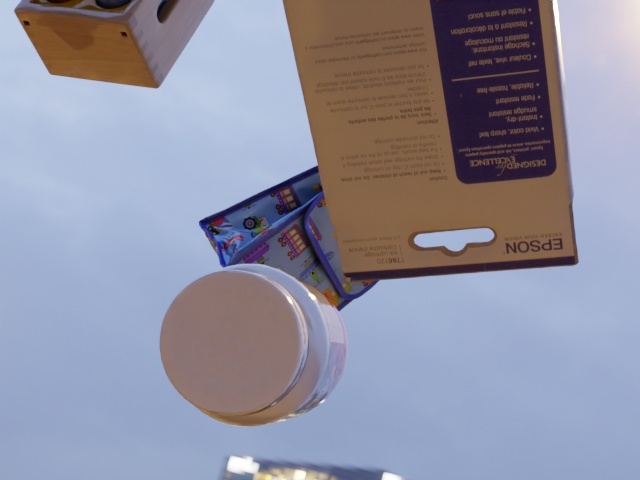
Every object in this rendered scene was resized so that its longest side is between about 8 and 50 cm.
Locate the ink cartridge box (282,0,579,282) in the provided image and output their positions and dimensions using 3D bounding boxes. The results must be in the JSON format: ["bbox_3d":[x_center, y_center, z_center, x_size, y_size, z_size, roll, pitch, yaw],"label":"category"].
[{"bbox_3d":[0.066,-0.133,0.797,0.165,0.065,0.332,-4,-62,13],"label":"ink cartridge box"}]

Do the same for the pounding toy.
[{"bbox_3d":[-0.169,-0.213,1.028,0.130,0.141,0.100,10,-34,25],"label":"pounding toy"}]

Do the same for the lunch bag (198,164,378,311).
[{"bbox_3d":[0.000,0.000,1.971,0.221,0.293,0.138,59,-2,-39],"label":"lunch bag"}]

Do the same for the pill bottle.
[{"bbox_3d":[-0.048,0.081,0.977,0.121,0.121,0.221,12,-3,8],"label":"pill bottle"}]
